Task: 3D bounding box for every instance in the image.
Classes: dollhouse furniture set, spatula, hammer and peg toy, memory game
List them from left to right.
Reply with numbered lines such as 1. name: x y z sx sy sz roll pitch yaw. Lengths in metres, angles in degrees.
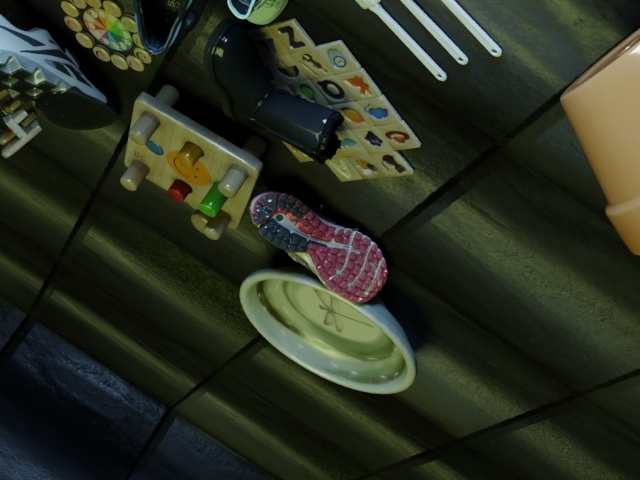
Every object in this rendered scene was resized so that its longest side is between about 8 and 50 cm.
1. dollhouse furniture set: -0.667 -0.266 2.245 0.212 0.161 0.242 50 -179 -30
2. memory game: -0.371 -0.363 2.073 0.186 0.012 0.186 24 152 14
3. hammer and peg toy: -0.256 -0.120 2.232 0.266 0.127 0.361 31 152 0
4. spatula: 0.132 -0.317 1.650 0.242 0.019 0.168 43 149 -21

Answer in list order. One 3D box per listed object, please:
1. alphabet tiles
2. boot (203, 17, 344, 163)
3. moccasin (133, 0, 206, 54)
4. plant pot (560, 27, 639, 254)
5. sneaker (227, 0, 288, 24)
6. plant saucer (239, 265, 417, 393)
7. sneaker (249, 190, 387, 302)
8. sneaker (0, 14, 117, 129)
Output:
1. alphabet tiles: -0.001 -0.220 1.948 0.285 0.011 0.342 -4 136 47
2. boot: -0.064 -0.230 1.874 0.207 0.094 0.246 26 159 18
3. moccasin: -0.195 -0.374 1.600 0.137 0.117 0.342 16 150 8
4. plant pot: 0.419 -0.150 1.394 0.203 0.291 0.291 50 150 -2
5. sneaker: -0.101 -0.354 1.677 0.094 0.151 0.256 28 153 2
6. plant saucer: 0.030 0.161 2.440 0.400 0.100 0.400 24 152 14
7. sneaker: 0.000 0.000 2.219 0.299 0.121 0.112 38 180 -16
8. sneaker: -0.491 -0.312 2.189 0.122 0.146 0.330 -19 153 25
